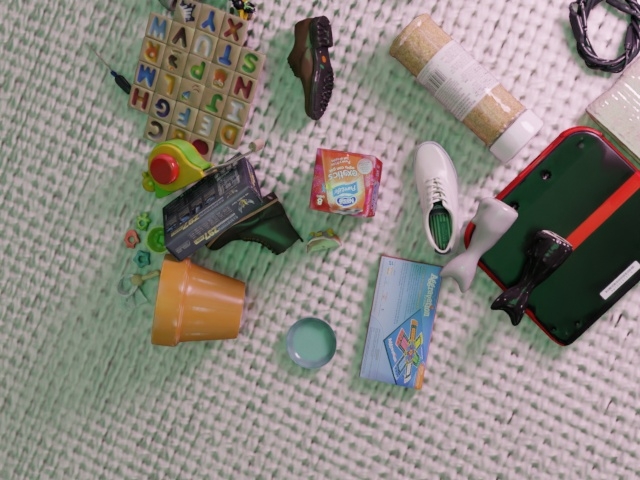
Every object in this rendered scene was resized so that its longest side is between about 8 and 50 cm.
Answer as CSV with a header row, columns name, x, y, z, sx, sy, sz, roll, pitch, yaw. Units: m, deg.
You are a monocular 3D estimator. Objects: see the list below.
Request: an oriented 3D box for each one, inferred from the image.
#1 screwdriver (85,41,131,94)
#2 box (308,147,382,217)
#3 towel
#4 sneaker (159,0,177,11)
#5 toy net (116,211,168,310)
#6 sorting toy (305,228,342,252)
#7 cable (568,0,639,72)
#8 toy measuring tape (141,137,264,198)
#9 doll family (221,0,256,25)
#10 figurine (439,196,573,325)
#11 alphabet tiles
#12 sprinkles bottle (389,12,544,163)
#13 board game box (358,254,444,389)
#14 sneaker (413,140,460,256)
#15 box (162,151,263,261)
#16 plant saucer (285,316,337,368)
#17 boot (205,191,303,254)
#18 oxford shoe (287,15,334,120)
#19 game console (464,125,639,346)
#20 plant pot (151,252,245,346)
name,x,y,z,sx,sy,sz,roll,pitch,yaw
screwdriver,-0.501,-0.405,2.025,0.170,0.024,0.025,43,69,7
box,0.058,-0.119,1.826,0.122,0.257,0.128,9,94,7
towel,0.727,-0.246,1.821,0.282,0.049,0.187,45,97,6
sneaker,-0.260,-0.614,1.949,0.271,0.100,0.108,-25,99,14
toy net,-0.430,0.056,2.019,0.122,0.045,0.232,29,96,7
sorting toy,0.000,0.000,1.932,0.083,0.075,0.045,-12,90,9
cable,0.617,-0.447,1.836,0.150,0.047,0.184,-18,87,4
toy measuring tape,-0.281,-0.193,1.925,0.330,0.121,0.121,-22,88,29
doll family,-0.178,-0.551,1.921,0.076,0.111,0.193,0,92,9
figurine,0.383,0.044,1.815,0.215,0.092,0.209,32,101,4
alphabet tiles,-0.285,-0.359,1.947,0.285,0.011,0.343,23,113,7
sprinkles bottle,0.311,-0.327,1.846,0.355,0.121,0.121,45,98,5
board game box,0.181,0.183,1.934,0.145,0.027,0.281,11,94,10
sneaker,0.260,-0.092,1.878,0.094,0.091,0.258,-13,90,9
box,-0.244,-0.077,1.916,0.232,0.183,0.059,-36,120,9
plant saucer,-0.020,0.233,1.971,0.119,0.021,0.119,0,91,9
boot,-0.151,-0.001,1.961,0.198,0.077,0.137,-35,92,10
oxford shoe,-0.025,-0.382,1.930,0.096,0.083,0.227,1,92,28
game console,0.543,-0.016,1.860,0.342,0.060,0.386,45,98,1
plant pot,-0.270,0.143,1.933,0.188,0.205,0.205,9,94,-7
